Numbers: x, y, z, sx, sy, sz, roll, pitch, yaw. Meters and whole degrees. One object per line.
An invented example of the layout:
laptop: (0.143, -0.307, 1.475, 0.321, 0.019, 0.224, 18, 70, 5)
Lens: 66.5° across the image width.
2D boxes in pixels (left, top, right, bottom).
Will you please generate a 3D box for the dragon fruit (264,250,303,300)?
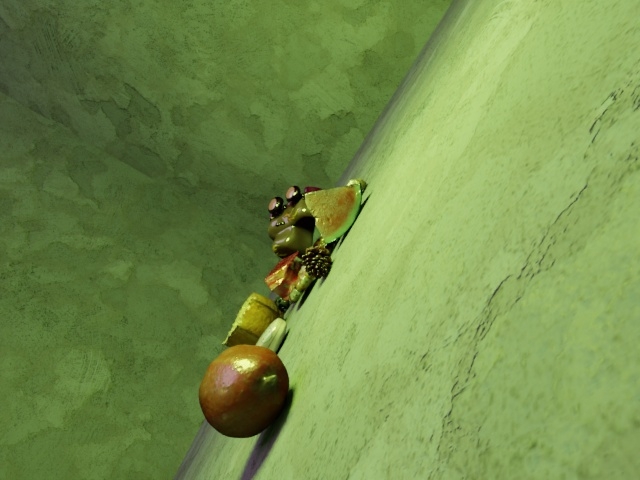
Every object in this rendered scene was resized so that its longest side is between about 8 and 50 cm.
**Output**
dragon fruit: (-0.098, 0.146, 1.956, 0.126, 0.161, 0.274, -27, 8, 21)

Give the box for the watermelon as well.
watermelon: (0.058, -0.103, 1.603, 0.207, 0.202, 0.136, -60, 43, 32)

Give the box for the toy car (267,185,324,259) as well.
toy car: (-0.076, -0.061, 2.089, 0.340, 0.271, 0.240, -30, 46, 39)

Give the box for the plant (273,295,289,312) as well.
plant: (-0.179, 0.285, 2.141, 0.174, 0.087, 0.085, -50, 45, 46)

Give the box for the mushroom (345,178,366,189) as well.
mushroom: (0.090, -0.157, 1.880, 0.116, 0.093, 0.225, -37, -16, -38)

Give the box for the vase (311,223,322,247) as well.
vase: (0.000, 0.000, 1.925, 0.086, 0.086, 0.214, -65, -1, -45)

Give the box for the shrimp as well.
shrimp: (-0.015, 0.074, 1.792, 0.365, 0.071, 0.233, -60, -3, -14)

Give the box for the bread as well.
bread: (-0.256, 0.347, 1.960, 0.340, 0.179, 0.194, -49, 13, 55)

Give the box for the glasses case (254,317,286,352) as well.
glasses case: (-0.204, 0.399, 1.676, 0.297, 0.075, 0.113, -58, 3, 10)

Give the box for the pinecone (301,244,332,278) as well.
pinecone: (-0.007, 0.073, 1.547, 0.102, 0.102, 0.109, -58, 33, 21)

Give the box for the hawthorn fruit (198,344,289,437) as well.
hawthorn fruit: (-0.146, 0.313, 1.044, 0.251, 0.199, 0.199, -35, 22, 49)
